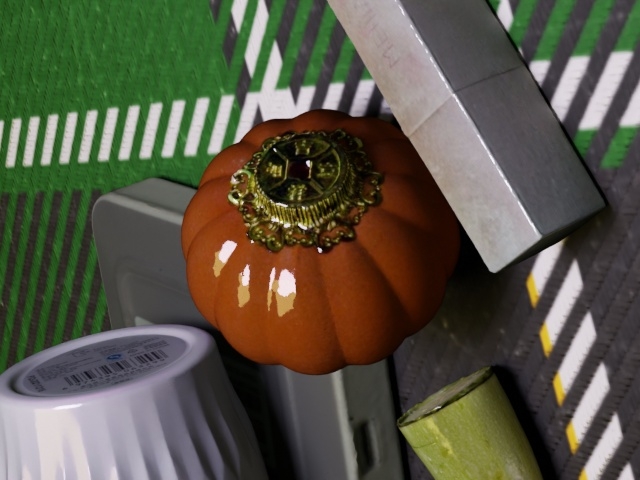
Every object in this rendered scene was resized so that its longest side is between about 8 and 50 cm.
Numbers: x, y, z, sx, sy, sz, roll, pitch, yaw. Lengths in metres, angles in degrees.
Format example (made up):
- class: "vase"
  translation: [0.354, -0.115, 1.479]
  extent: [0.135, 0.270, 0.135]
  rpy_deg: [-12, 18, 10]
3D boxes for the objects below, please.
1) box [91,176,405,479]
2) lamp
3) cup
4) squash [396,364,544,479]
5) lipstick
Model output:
- class: "box"
  translation: [-0.071, 0.146, 1.812]
  extent: [0.367, 0.090, 0.373]
  rpy_deg: [17, 122, 49]
- class: "lamp"
  translation: [0.000, 0.000, 1.512]
  extent: [0.223, 0.223, 0.196]
  rpy_deg: [43, 163, 31]
- class: "cup"
  translation: [-0.151, 0.278, 1.710]
  extent: [0.253, 0.253, 0.372]
  rpy_deg: [7, 112, 52]
- class: "squash"
  translation: [0.148, 0.219, 1.567]
  extent: [0.094, 0.094, 0.224]
  rpy_deg: [-19, 100, 56]
- class: "lipstick"
  translation: [0.077, -0.157, 1.432]
  extent: [0.371, 0.079, 0.076]
  rpy_deg: [60, 145, 8]
